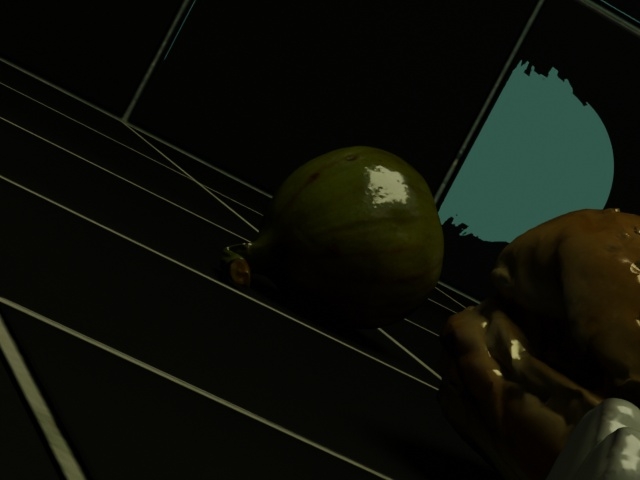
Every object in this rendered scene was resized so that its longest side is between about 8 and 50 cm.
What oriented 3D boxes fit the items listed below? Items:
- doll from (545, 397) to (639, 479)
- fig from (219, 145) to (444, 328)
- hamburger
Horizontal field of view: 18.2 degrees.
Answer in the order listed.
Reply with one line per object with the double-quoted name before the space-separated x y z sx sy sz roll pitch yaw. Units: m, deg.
"doll" 0.203 0.146 0.697 0.271 0.144 0.208 33 14 13
"fig" 0.006 0.010 1.592 0.148 0.186 0.142 -117 -166 -50
"hamburger" 0.218 0.119 1.113 0.304 0.174 0.284 39 -2 38
